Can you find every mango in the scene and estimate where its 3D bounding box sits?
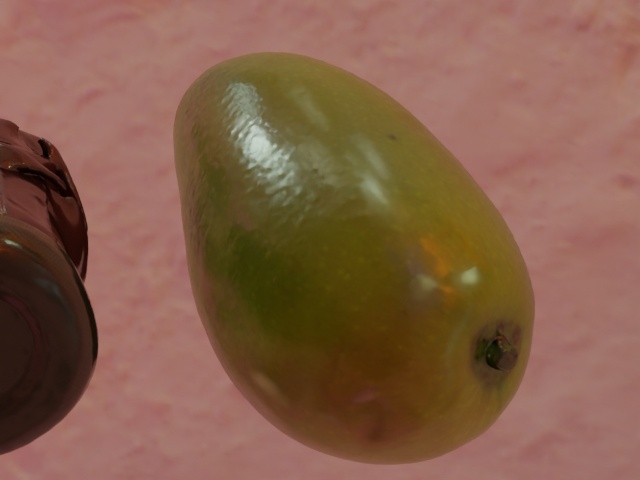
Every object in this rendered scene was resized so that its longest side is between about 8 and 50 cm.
[{"bbox_3d":[0.000,0.000,1.200,0.192,0.156,0.343,-49,44,12],"label":"mango"}]

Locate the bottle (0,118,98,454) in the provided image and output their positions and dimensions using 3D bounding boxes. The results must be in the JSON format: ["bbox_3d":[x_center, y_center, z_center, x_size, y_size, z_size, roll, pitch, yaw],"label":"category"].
[{"bbox_3d":[-0.202,0.012,1.069,0.156,0.143,0.271,-21,25,-4],"label":"bottle"}]
